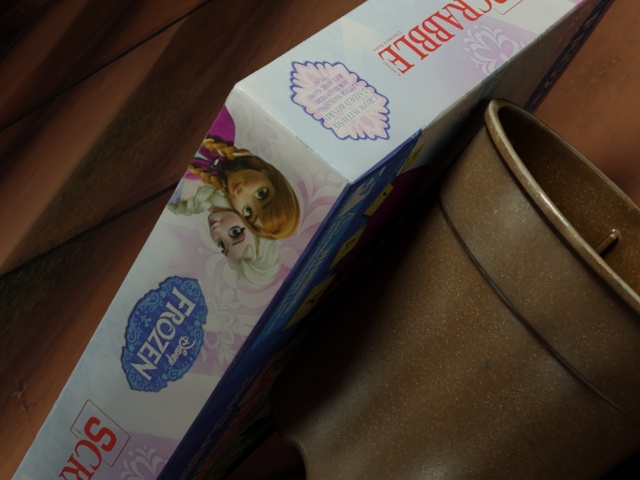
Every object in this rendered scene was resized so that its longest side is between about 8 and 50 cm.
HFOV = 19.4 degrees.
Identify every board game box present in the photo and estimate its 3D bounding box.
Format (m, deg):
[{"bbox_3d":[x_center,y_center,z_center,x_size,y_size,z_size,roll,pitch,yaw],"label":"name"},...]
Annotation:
[{"bbox_3d":[0.000,0.000,0.915,0.318,0.066,0.319,-40,-13,-50],"label":"board game box"}]

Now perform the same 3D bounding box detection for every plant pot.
[{"bbox_3d":[0.077,0.054,0.821,0.165,0.167,0.167,-45,17,16],"label":"plant pot"}]
